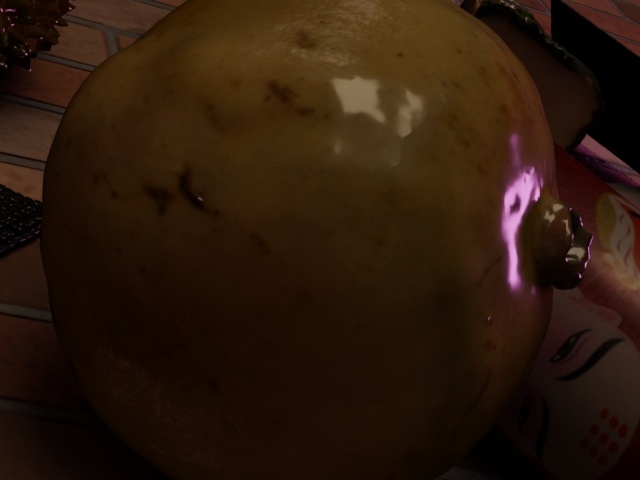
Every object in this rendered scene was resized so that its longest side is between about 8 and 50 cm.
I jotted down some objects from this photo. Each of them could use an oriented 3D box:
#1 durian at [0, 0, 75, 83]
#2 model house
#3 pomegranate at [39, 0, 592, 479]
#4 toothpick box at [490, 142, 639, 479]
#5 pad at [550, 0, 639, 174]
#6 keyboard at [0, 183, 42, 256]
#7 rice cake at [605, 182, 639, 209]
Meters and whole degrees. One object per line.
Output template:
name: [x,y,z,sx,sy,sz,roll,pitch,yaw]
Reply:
durian: [-0.310,-0.256,1.099,0.258,0.258,0.293,15,20,-20]
model house: [0.208,-0.180,1.468,0.183,0.166,0.172,34,23,-10]
pomegranate: [0.000,0.000,0.795,0.333,0.332,0.332,20,28,-11]
toothpick box: [0.226,0.102,0.946,0.204,0.204,0.333,-8,42,-47]
pad: [0.393,-0.103,1.448,0.367,0.007,0.247,41,-12,23]
keyboard: [-0.258,0.001,0.914,0.060,0.018,0.195,29,27,11]
rice cake: [0.243,-0.033,1.346,0.365,0.056,0.072,3,33,-37]
